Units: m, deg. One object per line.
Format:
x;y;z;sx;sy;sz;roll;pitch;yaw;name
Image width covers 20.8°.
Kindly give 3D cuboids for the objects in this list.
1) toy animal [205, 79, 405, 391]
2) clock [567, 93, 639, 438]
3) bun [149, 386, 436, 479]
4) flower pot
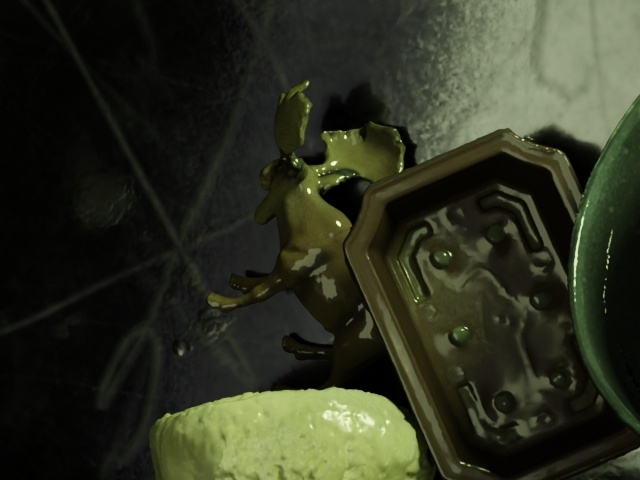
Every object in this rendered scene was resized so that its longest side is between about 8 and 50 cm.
0.000;0.000;1.354;0.186;0.094;0.214;-38;88;25;toy animal
0.338;-0.009;1.103;0.386;0.076;0.386;-25;46;29;clock
-0.019;0.185;1.303;0.220;0.220;0.134;-8;74;22;bun
0.134;0.056;1.285;0.179;0.084;0.251;-24;85;2;flower pot
